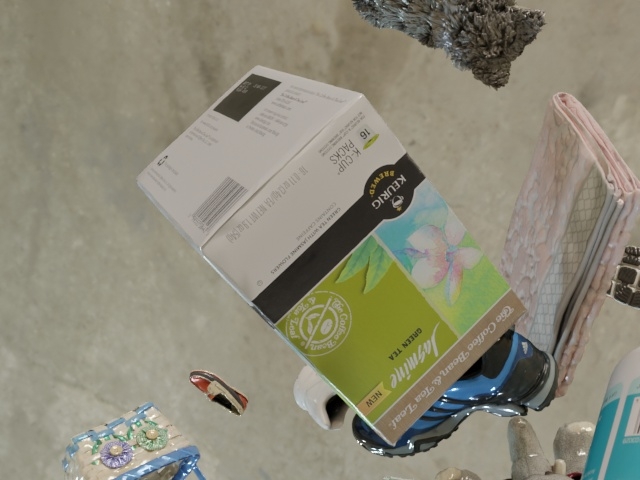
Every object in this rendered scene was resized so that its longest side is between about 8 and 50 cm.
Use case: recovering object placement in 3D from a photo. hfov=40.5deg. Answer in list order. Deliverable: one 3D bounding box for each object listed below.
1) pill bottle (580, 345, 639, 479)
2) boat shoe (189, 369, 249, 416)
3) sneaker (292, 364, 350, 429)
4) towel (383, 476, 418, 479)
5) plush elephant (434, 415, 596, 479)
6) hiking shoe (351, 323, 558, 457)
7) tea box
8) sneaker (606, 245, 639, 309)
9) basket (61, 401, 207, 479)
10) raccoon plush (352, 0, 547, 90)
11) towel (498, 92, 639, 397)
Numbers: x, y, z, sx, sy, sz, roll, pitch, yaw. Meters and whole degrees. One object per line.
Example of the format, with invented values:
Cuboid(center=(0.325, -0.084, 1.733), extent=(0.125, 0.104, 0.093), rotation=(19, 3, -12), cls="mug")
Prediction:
Cuboid(center=(0.199, 0.194, 0.462), extent=(0.146, 0.264, 0.146), rotation=(21, 152, 12), cls="pill bottle")
Cuboid(center=(-0.212, 0.313, 1.778), extent=(0.137, 0.043, 0.049), rotation=(32, 130, -7), cls="boat shoe")
Cuboid(center=(0.064, 0.196, 1.490), extent=(0.297, 0.111, 0.129), rotation=(-65, 31, 15), cls="sneaker")
Cuboid(center=(0.155, 0.470, 1.426), extent=(0.113, 0.152, 0.023), rotation=(11, 154, -19), cls="towel")
Cuboid(center=(0.301, 0.367, 1.188), extent=(0.272, 0.330, 0.255), rotation=(-15, 135, 4), cls="plush elephant")
Cuboid(center=(0.149, 0.183, 1.124), extent=(0.304, 0.113, 0.132), rotation=(-30, 120, 30), cls="hiking shoe")
Cuboid(center=(0.000, 0.000, 0.992), extent=(0.323, 0.220, 0.329), rotation=(47, 175, -26), cls="tea box")
Cuboid(center=(0.554, 0.066, 1.617), extent=(0.279, 0.118, 0.107), rotation=(25, 87, 50), cls="sneaker")
Cuboid(center=(-0.333, 0.466, 1.589), extent=(0.289, 0.255, 0.201), rotation=(55, 140, 16), cls="basket")
Cuboid(center=(0.178, -0.392, 1.525), extent=(0.299, 0.446, 0.216), rotation=(48, 137, 24), cls="raccoon plush")
Cuboid(center=(0.328, 0.000, 1.212), extent=(0.053, 0.317, 0.331), rotation=(8, 119, -5), cls="towel")
